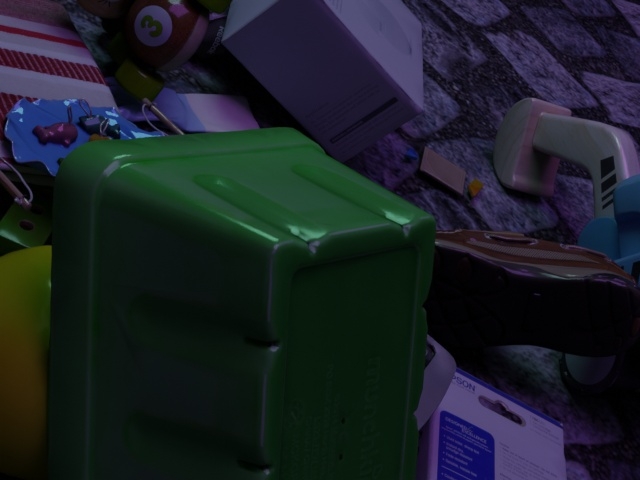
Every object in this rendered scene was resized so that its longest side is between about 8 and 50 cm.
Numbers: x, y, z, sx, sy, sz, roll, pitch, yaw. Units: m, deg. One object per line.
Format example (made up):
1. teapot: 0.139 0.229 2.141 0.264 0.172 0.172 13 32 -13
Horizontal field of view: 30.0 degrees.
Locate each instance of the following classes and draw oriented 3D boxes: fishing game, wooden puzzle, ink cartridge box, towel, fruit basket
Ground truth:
1. fishing game: -0.201 -0.086 1.107 0.264 0.041 0.189 -9 46 -50
2. wooden puzzle: 0.163 -0.090 1.589 0.116 0.014 0.078 35 30 -4
3. ink cartridge box: 0.153 0.272 1.112 0.165 0.065 0.333 29 36 -12
4. towel: -0.316 -0.159 1.187 0.237 0.037 0.329 5 38 -38
5. fruit basket: -0.127 0.099 0.884 0.283 0.392 0.392 -10 56 -47

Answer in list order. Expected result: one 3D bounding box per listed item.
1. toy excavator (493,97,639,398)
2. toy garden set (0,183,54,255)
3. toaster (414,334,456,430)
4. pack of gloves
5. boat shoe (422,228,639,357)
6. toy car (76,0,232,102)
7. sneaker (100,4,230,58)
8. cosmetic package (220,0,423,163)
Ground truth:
1. toy excavator: 0.399 -0.013 1.492 0.222 0.433 0.445 13 69 -31
2. toy garden set: -0.180 0.056 1.061 0.244 0.049 0.204 24 35 -5
3. toaster: 0.022 0.139 1.109 0.185 0.110 0.168 41 35 5
4. pack of gloves: -0.131 -0.117 1.331 0.232 0.046 0.195 2 48 -41
5. boat shoe: 0.193 0.047 1.321 0.324 0.122 0.120 12 27 0
6. toy car: -0.216 -0.271 1.278 0.188 0.155 0.149 32 17 -31
7. sneaker: -0.161 -0.268 1.451 0.106 0.078 0.234 45 33 16
8. cosmetic package: 0.008 -0.259 1.486 0.225 0.138 0.224 45 28 -27
